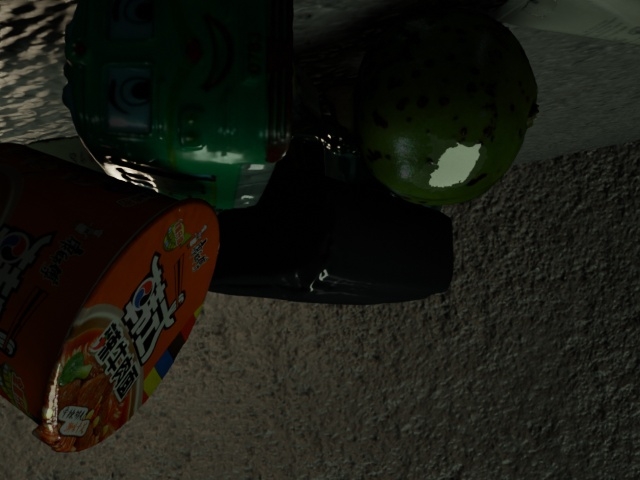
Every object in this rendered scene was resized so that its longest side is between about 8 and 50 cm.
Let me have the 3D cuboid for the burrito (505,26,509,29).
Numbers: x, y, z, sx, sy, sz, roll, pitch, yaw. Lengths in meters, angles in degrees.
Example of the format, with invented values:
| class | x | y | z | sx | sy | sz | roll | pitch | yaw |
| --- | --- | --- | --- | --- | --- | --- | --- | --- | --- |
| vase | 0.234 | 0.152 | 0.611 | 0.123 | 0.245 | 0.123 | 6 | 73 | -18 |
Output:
| class | x | y | z | sx | sy | sz | roll | pitch | yaw |
| --- | --- | --- | --- | --- | --- | --- | --- | --- | --- |
| burrito | 0.198 | -0.266 | 1.048 | 0.058 | 0.045 | 0.188 | -42 | -166 | -35 |

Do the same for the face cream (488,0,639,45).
| class | x | y | z | sx | sy | sz | roll | pitch | yaw |
| --- | --- | --- | --- | --- | --- | --- | --- | --- | --- |
| face cream | 0.380 | -0.293 | 0.916 | 0.315 | 0.089 | 0.143 | -3 | 176 | -20 |

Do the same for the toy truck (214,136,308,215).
| class | x | y | z | sx | sy | sz | roll | pitch | yaw |
| --- | --- | --- | --- | --- | --- | --- | --- | --- | --- |
| toy truck | -0.192 | -0.066 | 1.134 | 0.338 | 0.132 | 0.184 | -9 | -174 | 32 |

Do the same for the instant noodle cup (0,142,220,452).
| class | x | y | z | sx | sy | sz | roll | pitch | yaw |
| --- | --- | --- | --- | --- | --- | --- | --- | --- | --- |
| instant noodle cup | -0.239 | 0.039 | 0.658 | 0.192 | 0.250 | 0.250 | 25 | -174 | 12 |

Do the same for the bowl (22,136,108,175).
| class | x | y | z | sx | sy | sz | roll | pitch | yaw |
| --- | --- | --- | --- | --- | --- | --- | --- | --- | --- |
| bowl | -0.428 | -0.093 | 1.193 | 0.212 | 0.112 | 0.211 | -11 | 179 | 0 |

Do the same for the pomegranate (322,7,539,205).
| class | x | y | z | sx | sy | sz | roll | pitch | yaw |
| --- | --- | --- | --- | --- | --- | --- | --- | --- | --- |
| pomegranate | 0.136 | -0.164 | 0.910 | 0.271 | 0.254 | 0.254 | -1 | -179 | 14 |

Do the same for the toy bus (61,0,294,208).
| class | x | y | z | sx | sy | sz | roll | pitch | yaw |
| --- | --- | --- | --- | --- | --- | --- | --- | --- | --- |
| toy bus | -0.137 | -0.138 | 0.725 | 0.200 | 0.183 | 0.343 | 2 | 175 | -9 |

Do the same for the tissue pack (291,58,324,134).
| class | x | y | z | sx | sy | sz | roll | pitch | yaw |
| --- | --- | --- | --- | --- | --- | --- | --- | --- | --- |
| tissue pack | -0.137 | -0.175 | 1.014 | 0.257 | 0.081 | 0.185 | -12 | 178 | 10 |

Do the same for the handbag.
| class | x | y | z | sx | sy | sz | roll | pitch | yaw |
| --- | --- | --- | --- | --- | --- | --- | --- | --- | --- |
| handbag | 0.001 | -0.003 | 1.003 | 0.275 | 0.177 | 0.302 | 1 | 175 | 42 |

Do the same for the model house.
| class | x | y | z | sx | sy | sz | roll | pitch | yaw |
| --- | --- | --- | --- | --- | --- | --- | --- | --- | --- |
| model house | 0.046 | -0.085 | 1.225 | 0.230 | 0.248 | 0.281 | -11 | -163 | -41 |
